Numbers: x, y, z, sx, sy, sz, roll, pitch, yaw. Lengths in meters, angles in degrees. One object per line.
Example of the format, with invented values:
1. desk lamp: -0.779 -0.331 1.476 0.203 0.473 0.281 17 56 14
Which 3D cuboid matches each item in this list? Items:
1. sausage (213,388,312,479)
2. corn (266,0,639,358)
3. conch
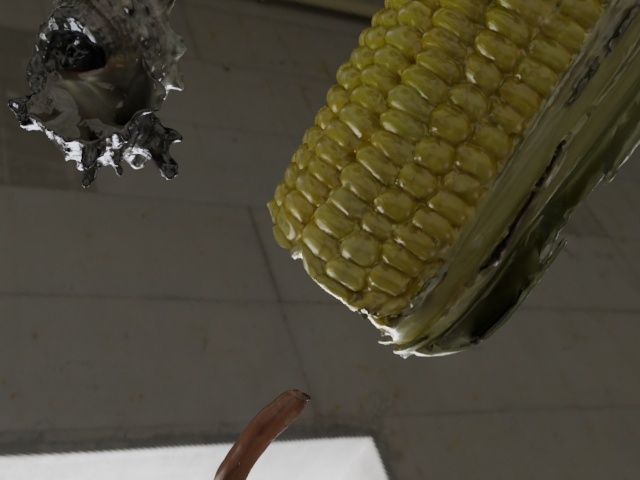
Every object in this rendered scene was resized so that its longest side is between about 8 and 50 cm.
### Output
1. sausage: -0.077 0.248 1.043 0.047 0.176 0.040 31 -163 -15
2. corn: 0.091 -0.089 0.371 0.123 0.305 0.122 35 -169 -1
3. conch: -0.246 -0.199 1.034 0.186 0.241 0.313 25 -141 -38
